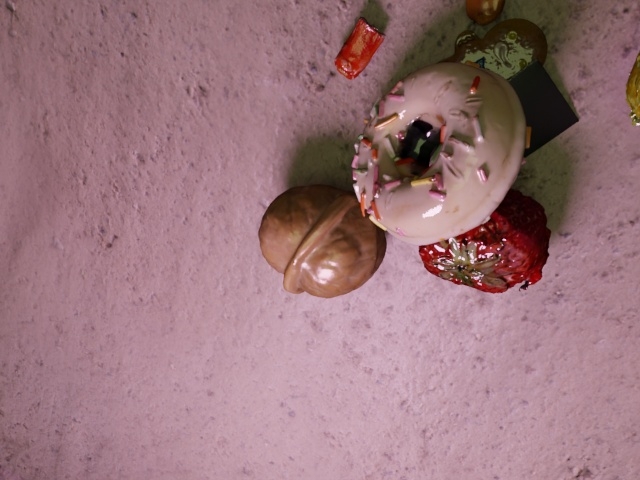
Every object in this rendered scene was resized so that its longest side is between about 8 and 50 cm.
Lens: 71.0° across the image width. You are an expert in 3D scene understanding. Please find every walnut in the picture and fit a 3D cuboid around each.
[{"bbox_3d":[0.000,0.000,1.061,0.296,0.285,0.285,36,113,10],"label":"walnut"}]

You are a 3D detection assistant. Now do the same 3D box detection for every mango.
[{"bbox_3d":[0.336,-0.499,0.910,0.080,0.060,0.114,14,108,29],"label":"mango"}]

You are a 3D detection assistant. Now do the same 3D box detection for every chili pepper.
[{"bbox_3d":[0.082,-0.426,1.007,0.123,0.073,0.070,-52,46,21],"label":"chili pepper"}]

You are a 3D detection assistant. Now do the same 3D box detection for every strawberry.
[{"bbox_3d":[0.364,-0.010,0.984,0.274,0.220,0.274,18,151,10],"label":"strawberry"}]

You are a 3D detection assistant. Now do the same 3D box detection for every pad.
[{"bbox_3d":[0.407,-0.244,0.982,0.245,0.006,0.170,-37,105,23],"label":"pad"}]

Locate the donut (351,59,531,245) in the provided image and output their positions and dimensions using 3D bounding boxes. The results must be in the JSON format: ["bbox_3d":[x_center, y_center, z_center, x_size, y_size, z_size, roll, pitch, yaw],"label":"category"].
[{"bbox_3d":[0.211,-0.182,0.898,0.382,0.142,0.382,-22,61,46],"label":"donut"}]

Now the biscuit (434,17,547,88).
[{"bbox_3d":[0.358,-0.372,0.959,0.236,0.039,0.180,-26,97,20],"label":"biscuit"}]

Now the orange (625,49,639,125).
[{"bbox_3d":[0.678,-0.296,0.740,0.301,0.300,0.223,-39,85,6],"label":"orange"}]
